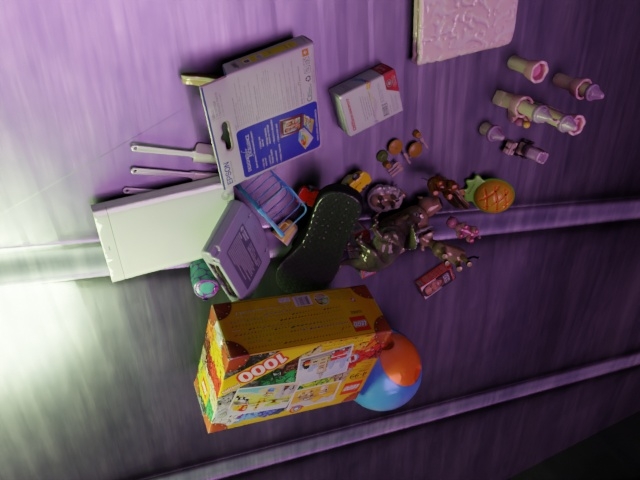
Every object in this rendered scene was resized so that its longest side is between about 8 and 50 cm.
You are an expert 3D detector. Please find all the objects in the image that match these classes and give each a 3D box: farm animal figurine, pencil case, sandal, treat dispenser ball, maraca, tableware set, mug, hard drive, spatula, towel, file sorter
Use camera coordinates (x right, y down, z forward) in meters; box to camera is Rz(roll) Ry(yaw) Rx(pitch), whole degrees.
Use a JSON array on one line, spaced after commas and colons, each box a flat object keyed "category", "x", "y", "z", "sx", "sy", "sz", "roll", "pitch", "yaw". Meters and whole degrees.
[{"category": "farm animal figurine", "x": 0.326, "y": -0.054, "z": 1.858, "sx": 0.327, "sy": 0.172, "sz": 0.330, "roll": -12, "pitch": 113, "yaw": 1}, {"category": "pencil case", "x": -0.321, "y": 0.101, "z": 1.612, "sx": 0.070, "sy": 0.151, "sz": 0.064, "roll": 17, "pitch": 109, "yaw": -24}, {"category": "sandal", "x": 0.445, "y": -0.161, "z": 1.927, "sx": 0.180, "sy": 0.072, "sz": 0.049, "roll": 44, "pitch": 73, "yaw": -36}, {"category": "treat dispenser ball", "x": 0.210, "y": 0.446, "z": 2.039, "sx": 0.288, "sy": 0.288, "sz": 0.288, "roll": -14, "pitch": 126, "yaw": -20}, {"category": "maraca", "x": 0.565, "y": -0.156, "z": 1.972, "sx": 0.186, "sy": 0.099, "sz": 0.127, "roll": 17, "pitch": 117, "yaw": -9}, {"category": "tableware set", "x": 0.246, "y": -0.273, "z": 1.766, "sx": 0.154, "sy": 0.024, "sz": 0.104, "roll": -40, "pitch": 127, "yaw": 1}, {"category": "mug", "x": -0.099, "y": -0.027, "z": 1.706, "sx": 0.062, "sy": 0.078, "sz": 0.064, "roll": 42, "pitch": 86, "yaw": -7}, {"category": "hard drive", "x": -0.396, "y": -0.032, "z": 1.543, "sx": 0.353, "sy": 0.047, "sz": 0.233, "roll": -16, "pitch": 131, "yaw": -20}, {"category": "spatula", "x": -0.372, "y": -0.176, "z": 1.495, "sx": 0.242, "sy": 0.019, "sz": 0.168, "roll": 3, "pitch": 124, "yaw": -29}, {"category": "sandal", "x": 0.003, "y": 0.000, "z": 1.713, "sx": 0.167, "sy": 0.107, "sz": 0.446, "roll": 21, "pitch": 130, "yaw": -12}, {"category": "towel", "x": 0.394, "y": -0.659, "z": 1.574, "sx": 0.332, "sy": 0.053, "sz": 0.317, "roll": -18, "pitch": 126, "yaw": -18}, {"category": "file sorter", "x": -0.131, "y": -0.113, "z": 1.568, "sx": 0.104, "sy": 0.170, "sz": 0.118, "roll": -42, "pitch": 131, "yaw": -3}]

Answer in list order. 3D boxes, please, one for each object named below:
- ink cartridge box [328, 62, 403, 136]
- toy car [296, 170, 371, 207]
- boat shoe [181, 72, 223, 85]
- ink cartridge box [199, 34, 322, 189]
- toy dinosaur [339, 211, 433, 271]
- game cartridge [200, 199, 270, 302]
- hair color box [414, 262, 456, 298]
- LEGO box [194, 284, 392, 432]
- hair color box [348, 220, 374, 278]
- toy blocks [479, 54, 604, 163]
[{"category": "ink cartridge box", "x": 0.124, "y": -0.384, "z": 1.591, "sx": 0.175, "sy": 0.072, "sz": 0.127, "roll": -28, "pitch": 130, "yaw": -10}, {"category": "toy car", "x": 0.038, "y": -0.094, "z": 1.747, "sx": 0.239, "sy": 0.053, "sz": 0.225, "roll": -17, "pitch": 127, "yaw": -18}, {"category": "boat shoe", "x": -0.253, "y": -0.365, "z": 1.403, "sx": 0.170, "sy": 0.063, "sz": 0.059, "roll": 1, "pitch": 113, "yaw": -30}, {"category": "ink cartridge box", "x": -0.145, "y": -0.313, "z": 1.452, "sx": 0.307, "sy": 0.072, "sz": 0.303, "roll": -25, "pitch": 138, "yaw": -20}, {"category": "toy dinosaur", "x": 0.172, "y": 0.025, "z": 1.718, "sx": 0.160, "sy": 0.121, "sz": 0.313, "roll": 43, "pitch": 99, "yaw": -13}, {"category": "game cartridge", "x": -0.220, "y": 0.032, "z": 1.593, "sx": 0.297, "sy": 0.062, "sz": 0.198, "roll": 73, "pitch": 32, "yaw": -55}, {"category": "hair color box", "x": 0.418, "y": 0.143, "z": 2.116, "sx": 0.141, "sy": 0.043, "sz": 0.072, "roll": -34, "pitch": 131, "yaw": -4}, {"category": "LEGO box", "x": -0.092, "y": 0.347, "z": 1.743, "sx": 0.500, "sy": 0.193, "sz": 0.372, "roll": -5, "pitch": 136, "yaw": -26}, {"category": "hair color box", "x": 0.124, "y": 0.025, "z": 1.846, "sx": 0.053, "sy": 0.093, "sz": 0.167, "roll": -21, "pitch": 129, "yaw": -15}, {"category": "toy blocks", "x": 0.697, "y": -0.368, "z": 1.794, "sx": 0.288, "sy": 0.260, "sz": 0.309, "roll": 6, "pitch": 117, "yaw": -32}]
